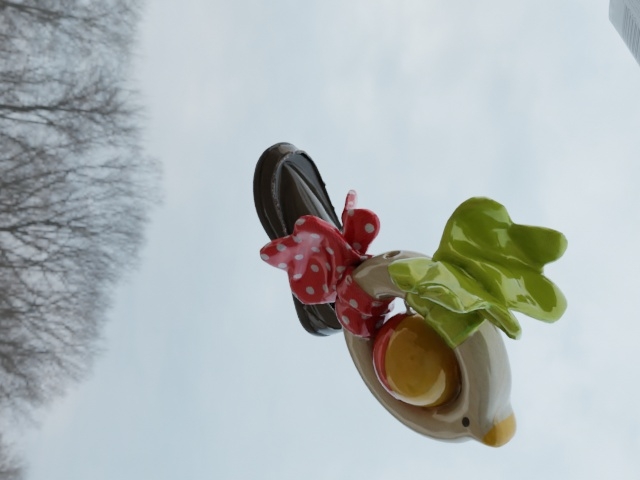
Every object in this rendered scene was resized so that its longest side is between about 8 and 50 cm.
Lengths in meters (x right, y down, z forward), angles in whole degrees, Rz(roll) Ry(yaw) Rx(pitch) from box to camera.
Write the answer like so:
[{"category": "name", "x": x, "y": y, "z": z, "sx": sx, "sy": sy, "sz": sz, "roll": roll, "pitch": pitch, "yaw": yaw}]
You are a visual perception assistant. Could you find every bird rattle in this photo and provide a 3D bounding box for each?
[{"category": "bird rattle", "x": 0.064, "y": 0.068, "z": 0.571, "sx": 0.253, "sy": 0.143, "sz": 0.207, "roll": -3, "pitch": -74, "yaw": 44}]

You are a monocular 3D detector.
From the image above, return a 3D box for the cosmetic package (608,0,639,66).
[{"category": "cosmetic package", "x": 0.408, "y": -0.249, "z": 0.699, "sx": 0.183, "sy": 0.151, "sz": 0.151, "roll": -24, "pitch": -116, "yaw": 9}]

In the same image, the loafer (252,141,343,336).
[{"category": "loafer", "x": 0.000, "y": 0.000, "z": 0.743, "sx": 0.078, "sy": 0.080, "sz": 0.220, "roll": 2, "pitch": -62, "yaw": 51}]
